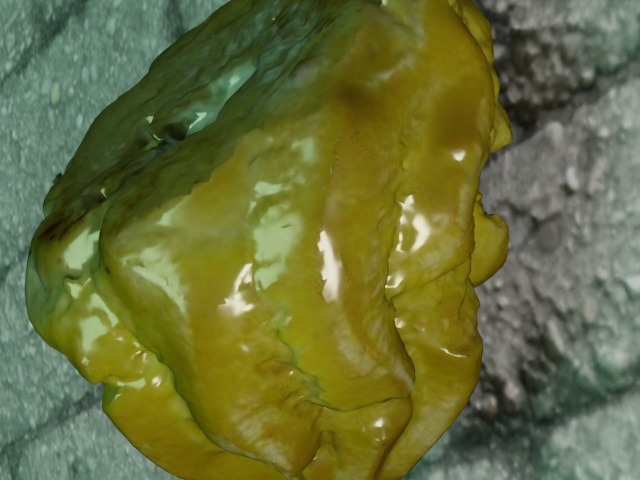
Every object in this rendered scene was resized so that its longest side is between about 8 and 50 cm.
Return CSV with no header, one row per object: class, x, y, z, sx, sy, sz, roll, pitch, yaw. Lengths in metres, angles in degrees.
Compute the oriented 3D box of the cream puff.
cream puff,0.001,-0.001,0.907,0.291,0.257,0.324,-30,24,17
